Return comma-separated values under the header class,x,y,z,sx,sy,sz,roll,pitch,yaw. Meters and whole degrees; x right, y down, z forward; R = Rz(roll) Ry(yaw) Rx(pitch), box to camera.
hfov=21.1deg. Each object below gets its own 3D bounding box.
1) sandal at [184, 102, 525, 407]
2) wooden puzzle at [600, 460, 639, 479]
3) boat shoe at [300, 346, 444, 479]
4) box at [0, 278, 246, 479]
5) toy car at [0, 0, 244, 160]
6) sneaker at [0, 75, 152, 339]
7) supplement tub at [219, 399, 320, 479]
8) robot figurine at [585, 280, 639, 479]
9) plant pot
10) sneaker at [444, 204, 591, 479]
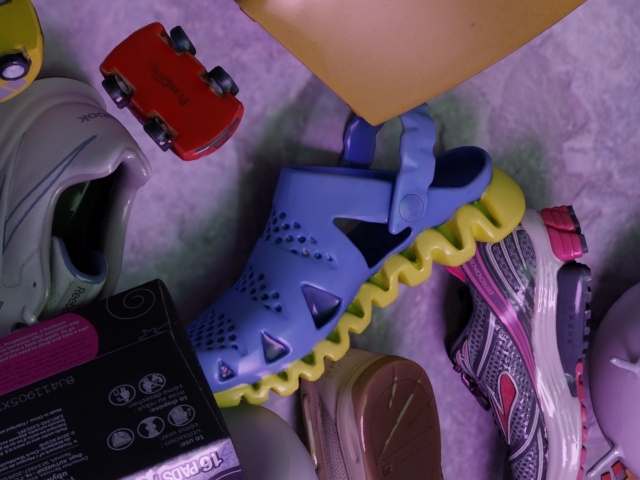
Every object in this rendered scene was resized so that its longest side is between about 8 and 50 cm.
class,x,y,z,sx,sy,sz,roll,pitch,yaw
sandal,0.000,0.000,1.265,0.317,0.126,0.138,-38,117,-22
wooden puzzle,0.295,0.213,1.593,0.083,0.006,0.049,-37,124,-15
boat shoe,0.043,0.221,1.385,0.109,0.098,0.302,-28,120,-36
box,-0.174,0.162,1.067,0.247,0.163,0.142,-22,132,-7
toy car,-0.135,-0.162,1.109,0.053,0.239,0.225,66,39,-65
sneaker,-0.200,0.042,1.140,0.111,0.129,0.297,11,104,-37
supplement tub,-0.072,0.302,1.256,0.235,0.235,0.325,-33,123,-18
robot figurine,0.378,0.106,1.483,0.353,0.200,0.300,-15,115,-27
plant pot,0.030,-0.207,1.151,0.187,0.212,0.212,-46,127,5
sneaker,0.158,0.108,1.414,0.112,0.121,0.299,-4,114,0
